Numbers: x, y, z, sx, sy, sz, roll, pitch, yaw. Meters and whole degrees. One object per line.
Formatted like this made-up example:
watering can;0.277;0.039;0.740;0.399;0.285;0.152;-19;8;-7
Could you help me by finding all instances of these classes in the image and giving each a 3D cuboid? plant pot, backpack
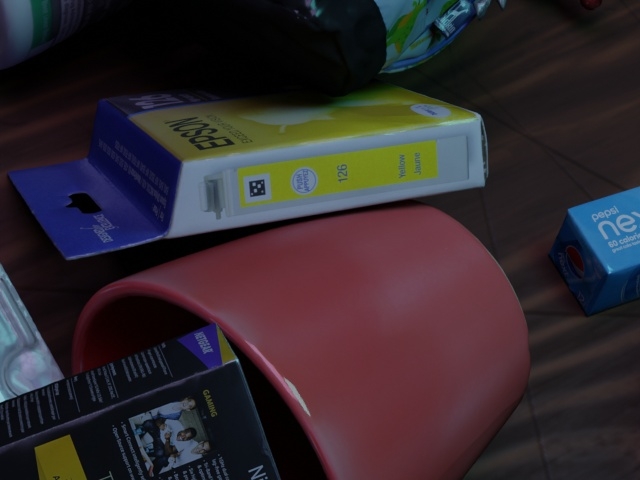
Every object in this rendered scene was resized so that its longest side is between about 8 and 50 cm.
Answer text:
plant pot;0.002;0.104;1.170;0.275;0.275;0.243;43;48;19
backpack;0.044;-0.285;1.324;0.290;0.273;0.356;24;78;41

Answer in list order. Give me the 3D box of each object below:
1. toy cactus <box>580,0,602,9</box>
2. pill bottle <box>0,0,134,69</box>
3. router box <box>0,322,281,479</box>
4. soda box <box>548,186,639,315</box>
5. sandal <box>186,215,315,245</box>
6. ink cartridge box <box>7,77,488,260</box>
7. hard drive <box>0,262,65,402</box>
toy cactus;0.207;-0.292;1.585;0.180;0.112;0.219;-27;65;-5
pill bottle;-0.185;-0.312;1.446;0.361;0.204;0.204;-33;67;-29
router box;-0.121;0.236;0.999;0.242;0.309;0.081;-20;16;-8
soda box;0.305;-0.009;1.406;0.210;0.067;0.071;-17;60;-20
sandal;0.000;-0.001;1.361;0.254;0.054;0.097;18;46;15
ink cartridge box;-0.072;-0.071;1.273;0.307;0.072;0.303;-7;16;-17
hard drive;-0.260;0.172;1.097;0.237;0.064;0.339;-28;88;-27
